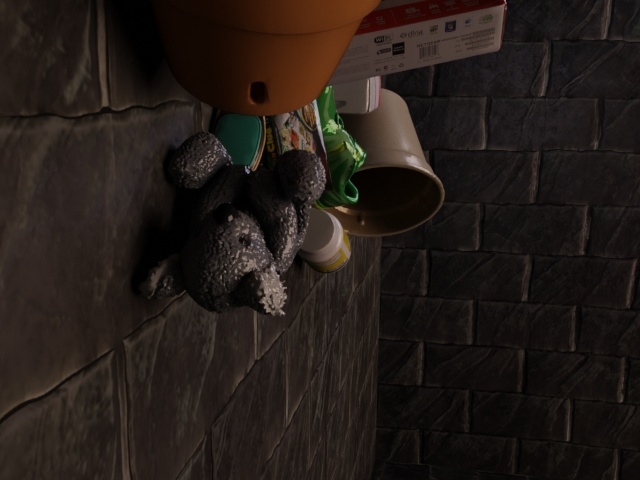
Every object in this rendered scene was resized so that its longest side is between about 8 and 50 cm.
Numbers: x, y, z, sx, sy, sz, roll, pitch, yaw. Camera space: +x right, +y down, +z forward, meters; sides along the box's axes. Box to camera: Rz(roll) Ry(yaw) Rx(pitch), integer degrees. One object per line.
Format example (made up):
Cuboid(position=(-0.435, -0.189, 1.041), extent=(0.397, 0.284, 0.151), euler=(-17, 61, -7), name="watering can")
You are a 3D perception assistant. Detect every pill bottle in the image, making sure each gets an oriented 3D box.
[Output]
Cuboid(position=(0.000, 0.000, 1.550), extent=(0.208, 0.119, 0.119), euler=(55, 40, -73), name="pill bottle")

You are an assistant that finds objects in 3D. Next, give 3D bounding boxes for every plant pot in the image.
Cuboid(position=(0.141, -0.224, 1.817), extent=(0.334, 0.333, 0.305), euler=(74, 11, -59), name="plant pot")
Cuboid(position=(-0.071, -0.282, 0.767), extent=(0.203, 0.290, 0.291), euler=(106, -3, -51), name="plant pot")

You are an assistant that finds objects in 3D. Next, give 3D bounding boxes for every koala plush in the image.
Cuboid(position=(-0.106, 0.009, 0.840), extent=(0.221, 0.196, 0.203), euler=(-78, 176, -55), name="koala plush")

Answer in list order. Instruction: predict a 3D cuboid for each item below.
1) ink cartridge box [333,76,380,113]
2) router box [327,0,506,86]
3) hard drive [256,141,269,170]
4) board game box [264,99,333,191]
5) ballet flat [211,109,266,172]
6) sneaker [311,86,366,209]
Cuboid(position=(0.055, -0.357, 1.631), extent=(0.218, 0.158, 0.092), euler=(-57, 149, -70), name="ink cartridge box")
Cuboid(position=(0.061, -0.371, 1.011), extent=(0.082, 0.335, 0.301), euler=(78, -1, -54), name="router box")
Cuboid(position=(-0.085, -0.174, 1.207), extent=(0.237, 0.064, 0.339), euler=(71, 23, -62), name="hard drive")
Cuboid(position=(-0.048, -0.203, 1.101), extent=(0.136, 0.030, 0.260), euler=(-6, 85, -52), name="board game box")
Cuboid(position=(-0.116, -0.187, 1.013), extent=(0.073, 0.080, 0.232), euler=(95, 0, -84), name="ballet flat")
Cuboid(position=(0.024, -0.186, 1.281), extent=(0.109, 0.123, 0.296), euler=(-76, 164, -44), name="sneaker")
